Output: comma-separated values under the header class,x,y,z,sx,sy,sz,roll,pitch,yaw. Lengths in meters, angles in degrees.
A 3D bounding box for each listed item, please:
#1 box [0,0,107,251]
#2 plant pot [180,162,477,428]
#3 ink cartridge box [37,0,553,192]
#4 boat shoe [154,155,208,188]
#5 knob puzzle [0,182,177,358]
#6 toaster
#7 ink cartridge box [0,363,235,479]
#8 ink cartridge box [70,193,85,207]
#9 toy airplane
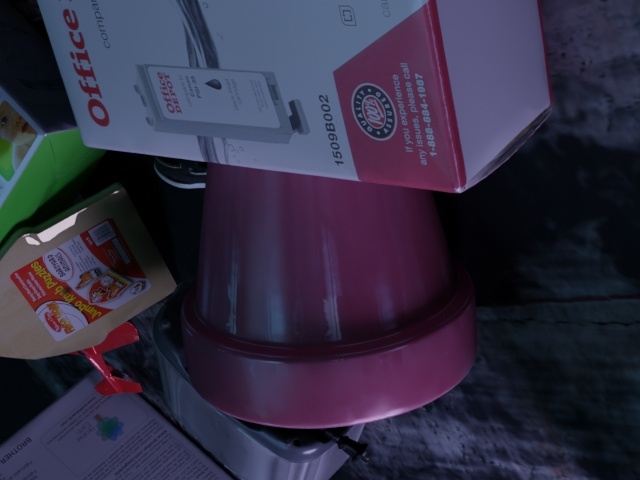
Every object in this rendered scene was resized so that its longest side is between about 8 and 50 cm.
class,x,y,z,sx,sy,sz,roll,pitch,yaw
box,-0.343,-0.084,1.218,0.231,0.127,0.262,44,116,11
plant pot,0.000,0.000,0.900,0.201,0.201,0.180,17,121,45
ink cartridge box,-0.029,-0.150,0.756,0.283,0.117,0.207,8,125,36
boat shoe,-0.088,-0.062,1.080,0.125,0.046,0.038,21,140,37
knob puzzle,-0.245,0.040,1.246,0.030,0.213,0.213,54,157,35
toaster,-0.043,0.131,1.159,0.227,0.129,0.146,39,153,17
ink cartridge box,-0.208,0.368,1.508,0.395,0.270,0.151,37,150,24
ink cartridge box,-0.334,0.005,1.484,0.165,0.065,0.333,55,152,-9
toy airplane,-0.255,0.130,1.514,0.151,0.028,0.151,13,142,10
